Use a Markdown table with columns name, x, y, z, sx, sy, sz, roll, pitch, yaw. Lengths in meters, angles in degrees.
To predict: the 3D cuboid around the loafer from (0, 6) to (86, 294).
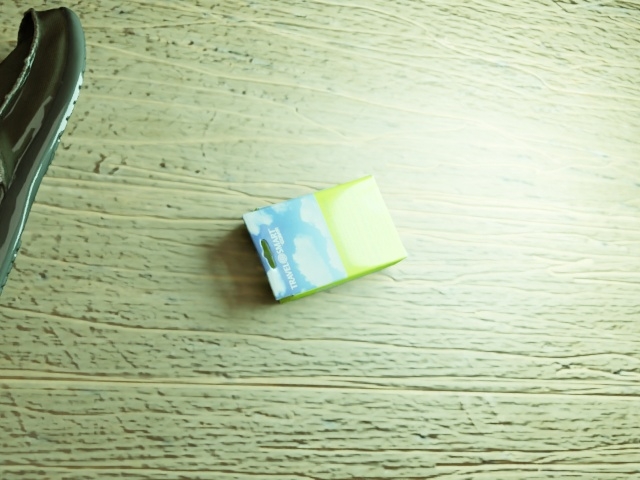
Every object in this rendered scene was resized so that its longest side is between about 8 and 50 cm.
| name | x | y | z | sx | sy | sz | roll | pitch | yaw |
| --- | --- | --- | --- | --- | --- | --- | --- | --- | --- |
| loafer | -0.335 | -0.091 | 1.310 | 0.130 | 0.134 | 0.365 | 22 | 64 | -17 |

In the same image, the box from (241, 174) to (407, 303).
| name | x | y | z | sx | sy | sz | roll | pitch | yaw |
| --- | --- | --- | --- | --- | --- | --- | --- | --- | --- |
| box | 0.000 | 0.000 | 1.487 | 0.178 | 0.042 | 0.109 | -18 | 79 | -29 |
